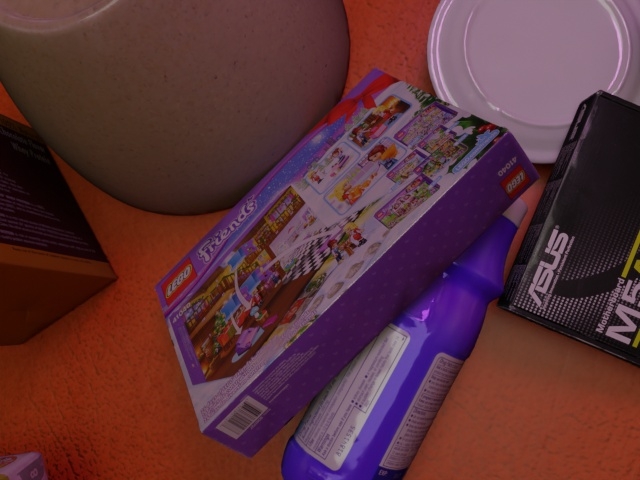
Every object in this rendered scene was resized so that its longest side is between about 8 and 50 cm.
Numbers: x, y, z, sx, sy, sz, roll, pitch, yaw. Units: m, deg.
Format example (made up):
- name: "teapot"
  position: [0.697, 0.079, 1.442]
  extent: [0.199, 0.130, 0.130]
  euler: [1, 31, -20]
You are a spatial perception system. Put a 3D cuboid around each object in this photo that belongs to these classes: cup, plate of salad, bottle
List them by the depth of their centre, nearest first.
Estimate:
- name: "bottle"
  position: [0.073, 0.082, 0.508]
  extent: [0.092, 0.118, 0.282]
  euler: [28, 89, 22]
- name: "cup"
  position: [-0.157, -0.204, 0.537]
  extent: [0.331, 0.237, 0.330]
  euler: [-2, 81, 12]
- name: "plate of salad"
  position: [0.194, -0.164, 0.555]
  extent: [0.200, 0.048, 0.199]
  euler: [0, 84, 1]

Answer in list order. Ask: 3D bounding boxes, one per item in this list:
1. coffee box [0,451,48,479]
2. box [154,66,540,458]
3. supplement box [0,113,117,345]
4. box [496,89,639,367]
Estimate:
- name: "coffee box"
  position: [-0.391, 0.387, 0.414]
  extent: [0.338, 0.334, 0.337]
  euler: [-10, 97, 10]
- name: "box"
  position: [0.000, 0.000, 0.510]
  extent: [0.293, 0.057, 0.201]
  euler: [-44, 36, 3]
- name: "supplement box"
  position: [-0.325, -0.018, 0.568]
  extent: [0.129, 0.191, 0.194]
  euler: [-34, 78, 5]
- name: "box"
  position: [0.264, 0.003, 0.499]
  extent: [0.184, 0.045, 0.190]
  euler: [24, 88, -1]
